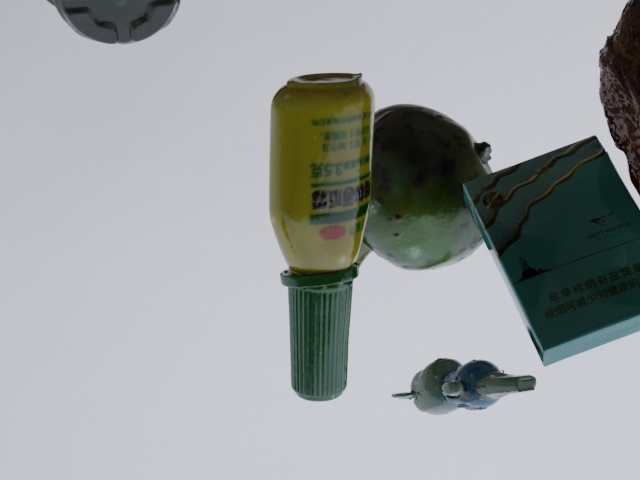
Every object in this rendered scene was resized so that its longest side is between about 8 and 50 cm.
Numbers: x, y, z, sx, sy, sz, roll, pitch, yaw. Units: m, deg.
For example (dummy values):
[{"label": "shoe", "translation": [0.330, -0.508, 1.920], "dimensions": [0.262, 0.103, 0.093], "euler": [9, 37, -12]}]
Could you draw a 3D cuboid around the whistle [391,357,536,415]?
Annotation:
[{"label": "whistle", "translation": [0.193, 0.187, 1.615], "dimensions": [0.114, 0.077, 0.235], "euler": [-1, 171, -31]}]

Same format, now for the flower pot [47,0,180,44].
[{"label": "flower pot", "translation": [-0.244, -0.327, 1.475], "dimensions": [0.235, 0.235, 0.141], "euler": [-12, -132, -4]}]

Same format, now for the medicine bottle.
[{"label": "medicine bottle", "translation": [0.000, 0.000, 1.142], "dimensions": [0.111, 0.309, 0.076], "euler": [-13, -157, -37]}]

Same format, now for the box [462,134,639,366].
[{"label": "box", "translation": [0.265, 0.006, 1.303], "dimensions": [0.162, 0.041, 0.229], "euler": [-20, -125, -2]}]

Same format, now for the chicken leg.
[{"label": "chicken leg", "translation": [0.369, -0.178, 1.286], "dimensions": [0.158, 0.096, 0.407], "euler": [-4, -100, -17]}]

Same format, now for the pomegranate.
[{"label": "pomegranate", "translation": [0.096, -0.048, 1.510], "dimensions": [0.263, 0.211, 0.211], "euler": [-35, -146, 18]}]
